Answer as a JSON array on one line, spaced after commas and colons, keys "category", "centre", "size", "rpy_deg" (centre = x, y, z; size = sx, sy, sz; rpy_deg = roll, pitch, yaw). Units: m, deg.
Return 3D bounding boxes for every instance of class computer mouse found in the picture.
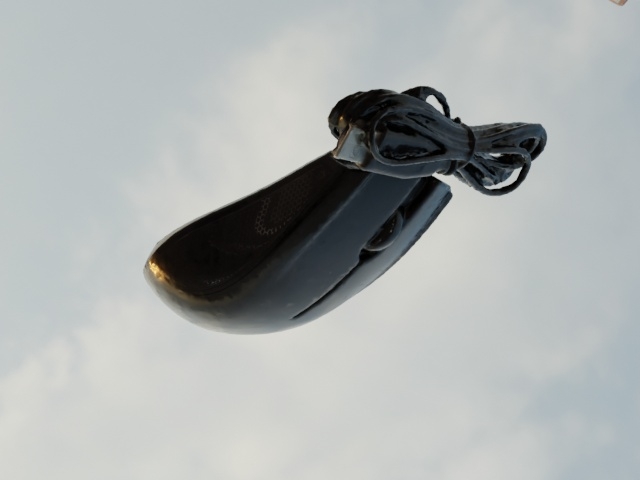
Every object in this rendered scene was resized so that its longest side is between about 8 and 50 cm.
[{"category": "computer mouse", "centre": [0.000, 0.000, 1.175], "size": [0.272, 0.188, 0.072], "rpy_deg": [-29, -113, 35]}]

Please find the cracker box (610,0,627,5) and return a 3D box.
[{"category": "cracker box", "centre": [0.189, -0.239, 0.912], "size": [0.067, 0.232, 0.156], "rpy_deg": [27, -118, -4]}]
